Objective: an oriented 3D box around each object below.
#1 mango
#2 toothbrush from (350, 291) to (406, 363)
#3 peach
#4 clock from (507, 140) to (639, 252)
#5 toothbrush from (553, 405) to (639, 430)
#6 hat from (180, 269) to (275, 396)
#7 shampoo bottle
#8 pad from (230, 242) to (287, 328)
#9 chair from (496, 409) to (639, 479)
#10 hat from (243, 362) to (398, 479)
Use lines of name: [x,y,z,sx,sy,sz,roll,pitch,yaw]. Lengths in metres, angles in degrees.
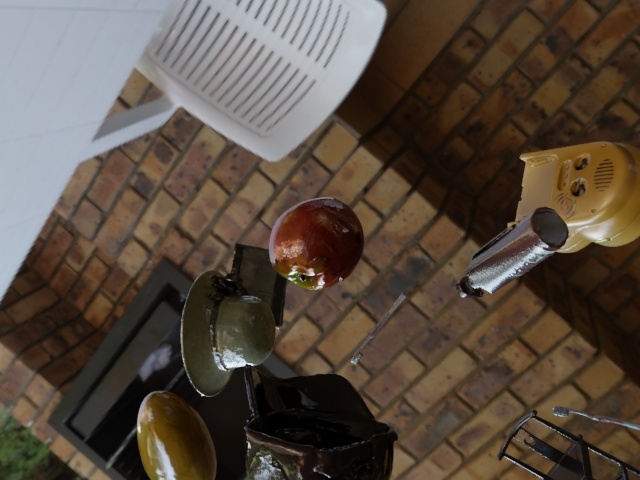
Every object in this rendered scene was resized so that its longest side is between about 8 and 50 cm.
mango: [-0.233,0.318,1.015,0.113,0.138,0.254,-22,136,-15]
toothbrush: [0.122,0.189,1.369,0.194,0.017,0.014,-56,-178,15]
peach: [0.000,0.000,1.280,0.197,0.197,0.197,-49,179,-1]
clock: [0.614,-0.105,1.472,0.317,0.200,0.244,-10,-114,65]
toothbrush: [0.536,0.337,1.201,0.019,0.193,0.013,-63,157,-52]
hat: [-0.159,0.182,1.275,0.257,0.130,0.258,-2,90,-74]
shampoo bottle: [0.271,0.030,0.948,0.067,0.068,0.236,-61,-176,-30]
pad: [-0.180,0.132,1.862,0.022,0.174,0.233,115,-17,-76]
chair: [0.514,0.491,1.326,0.155,0.260,0.141,-64,175,25]
hat: [-0.024,0.329,0.958,0.336,0.237,0.209,-148,-112,-69]
